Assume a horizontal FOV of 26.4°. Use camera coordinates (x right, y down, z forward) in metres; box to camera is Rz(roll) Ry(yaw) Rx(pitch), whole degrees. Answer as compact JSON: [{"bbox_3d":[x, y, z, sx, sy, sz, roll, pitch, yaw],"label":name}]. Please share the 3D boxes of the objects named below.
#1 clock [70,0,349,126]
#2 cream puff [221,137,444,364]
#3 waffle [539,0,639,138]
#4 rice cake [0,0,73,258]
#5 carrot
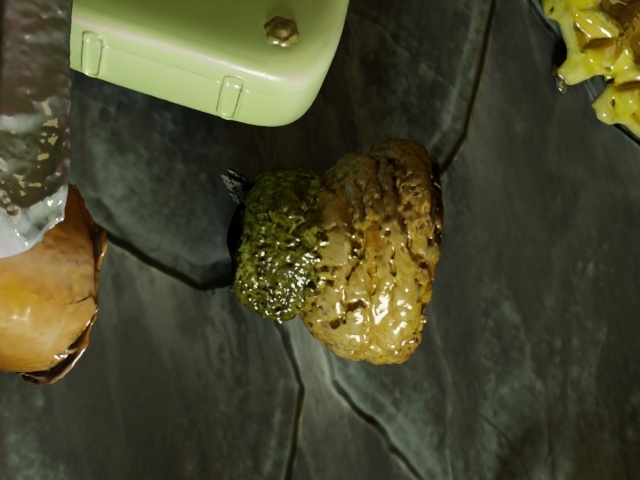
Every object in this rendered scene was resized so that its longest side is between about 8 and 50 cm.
[{"bbox_3d":[-0.080,-0.253,1.071,0.235,0.096,0.308,17,65,-3],"label":"clock"},{"bbox_3d":[0.000,0.000,1.079,0.169,0.183,0.183,8,70,-6],"label":"cream puff"},{"bbox_3d":[0.380,-0.284,1.474,0.380,0.095,0.382,0,79,-38],"label":"waffle"},{"bbox_3d":[-0.185,-0.162,0.836,0.056,0.073,0.365,14,64,-35],"label":"rice cake"},{"bbox_3d":[-0.268,-0.018,0.854,0.254,0.196,0.196,17,68,-36],"label":"carrot"}]
